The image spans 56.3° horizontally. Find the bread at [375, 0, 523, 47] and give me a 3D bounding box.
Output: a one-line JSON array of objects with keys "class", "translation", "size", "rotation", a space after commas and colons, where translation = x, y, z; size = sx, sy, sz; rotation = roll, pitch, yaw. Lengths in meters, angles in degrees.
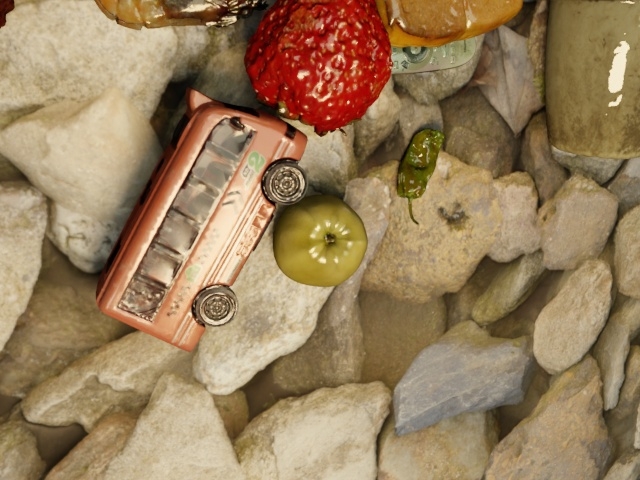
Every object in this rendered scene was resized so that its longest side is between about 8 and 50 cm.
[{"class": "bread", "translation": [0.208, -0.531, 1.096], "size": [0.328, 0.148, 0.337], "rotation": [-17, 105, -18]}]

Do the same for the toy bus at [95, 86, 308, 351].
[{"class": "toy bus", "translation": [-0.208, -0.044, 1.045], "size": [0.233, 0.203, 0.427], "rotation": [27, 97, -23]}]

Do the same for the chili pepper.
[{"class": "chili pepper", "translation": [0.199, -0.138, 1.259], "size": [0.072, 0.073, 0.204], "rotation": [22, 85, -9]}]

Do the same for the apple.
[{"class": "apple", "translation": [0.000, 0.000, 1.159], "size": [0.200, 0.200, 0.200], "rotation": [-7, 108, -21]}]

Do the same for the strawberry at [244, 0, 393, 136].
[{"class": "strawberry", "translation": [0.005, -0.327, 1.009], "size": [0.257, 0.257, 0.277], "rotation": [16, 104, -26]}]

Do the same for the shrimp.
[{"class": "shrimp", "translation": [-0.231, -0.443, 0.990], "size": [0.289, 0.075, 0.178], "rotation": [-5, 106, -8]}]

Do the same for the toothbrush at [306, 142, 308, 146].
[{"class": "toothbrush", "translation": [-0.092, -0.084, 1.176], "size": [0.022, 0.026, 0.263], "rotation": [28, 94, -21]}]

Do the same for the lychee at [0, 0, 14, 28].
[{"class": "lychee", "translation": [-0.538, -0.373, 0.770], "size": [0.276, 0.275, 0.304], "rotation": [45, 55, -27]}]

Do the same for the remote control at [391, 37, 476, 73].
[{"class": "remote control", "translation": [0.195, -0.383, 1.195], "size": [0.256, 0.045, 0.097], "rotation": [-8, 100, -17]}]

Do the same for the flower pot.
[{"class": "flower pot", "translation": [0.610, -0.357, 1.258], "size": [0.293, 0.293, 0.330], "rotation": [-9, 117, -20]}]
